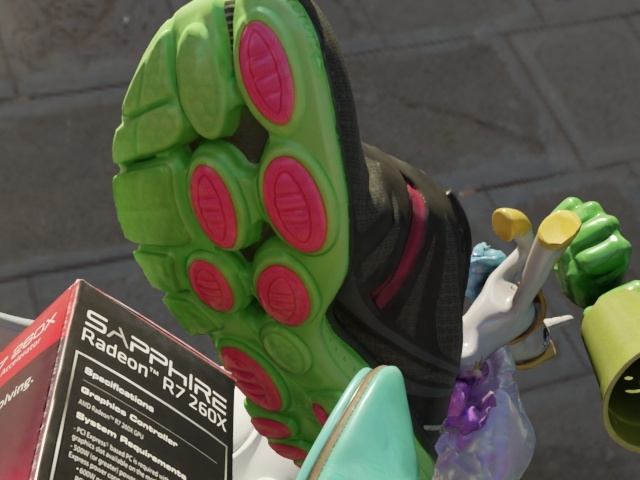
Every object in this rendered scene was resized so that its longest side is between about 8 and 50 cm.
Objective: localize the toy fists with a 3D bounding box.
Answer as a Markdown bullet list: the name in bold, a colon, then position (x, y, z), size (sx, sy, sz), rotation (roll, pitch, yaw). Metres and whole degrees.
- **toy fists**: position (0.351, 0.071, 1.360), size (0.096, 0.142, 0.279), rotation (-16, 55, -3)

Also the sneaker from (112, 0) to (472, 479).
- **sneaker**: position (0.000, 0.000, 0.818), size (0.185, 0.482, 0.202), rotation (13, 54, 25)

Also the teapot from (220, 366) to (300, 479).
- **teapot**: position (-0.121, 0.223, 1.205), size (0.256, 0.187, 0.252), rotation (-5, 39, 17)

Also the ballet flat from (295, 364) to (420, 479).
- **ballet flat**: position (0.003, 0.171, 0.459), size (0.087, 0.083, 0.247), rotation (21, 65, 22)

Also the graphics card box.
- **graphics card box**: position (-0.134, 0.205, 0.345), size (0.094, 0.233, 0.371), rotation (38, 25, -27)

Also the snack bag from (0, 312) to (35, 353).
- **snack bag**: position (-0.285, 0.161, 0.798), size (0.342, 0.323, 0.037), rotation (-40, 67, 10)

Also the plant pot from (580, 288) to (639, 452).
- **plant pot**: position (0.192, 0.069, 0.662), size (0.083, 0.083, 0.079), rotation (2, 29, -11)

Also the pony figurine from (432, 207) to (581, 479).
- **pony figurine**: position (0.179, 0.136, 1.377), size (0.351, 0.363, 0.303), rotation (-38, 59, -11)
